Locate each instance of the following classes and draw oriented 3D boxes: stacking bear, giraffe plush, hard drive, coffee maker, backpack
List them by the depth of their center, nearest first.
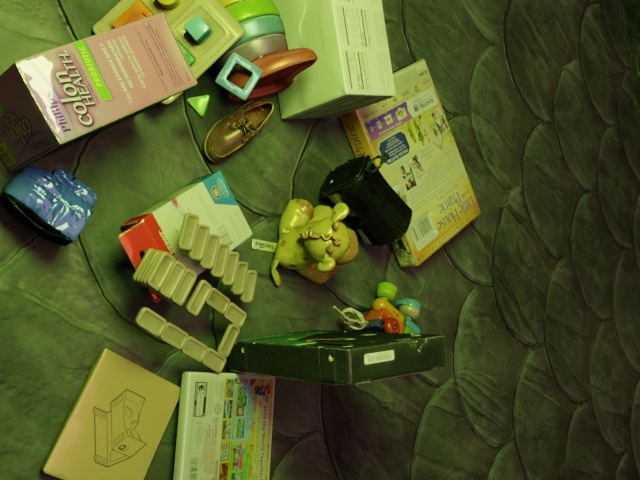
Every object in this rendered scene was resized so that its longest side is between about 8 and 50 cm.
[{"bbox_3d":[-0.408,-0.060,1.010,0.120,0.098,0.101,37,63,-22],"label":"backpack"},{"bbox_3d":[0.018,0.201,1.191,0.236,0.338,0.064,0,86,-42],"label":"hard drive"},{"bbox_3d":[-0.154,-0.422,1.248,0.164,0.175,0.289,-24,92,-29],"label":"stacking bear"},{"bbox_3d":[0.000,0.000,1.312,0.210,0.170,0.182,-10,92,-42],"label":"giraffe plush"},{"bbox_3d":[0.113,-0.080,1.421,0.178,0.171,0.120,46,67,-26],"label":"coffee maker"}]

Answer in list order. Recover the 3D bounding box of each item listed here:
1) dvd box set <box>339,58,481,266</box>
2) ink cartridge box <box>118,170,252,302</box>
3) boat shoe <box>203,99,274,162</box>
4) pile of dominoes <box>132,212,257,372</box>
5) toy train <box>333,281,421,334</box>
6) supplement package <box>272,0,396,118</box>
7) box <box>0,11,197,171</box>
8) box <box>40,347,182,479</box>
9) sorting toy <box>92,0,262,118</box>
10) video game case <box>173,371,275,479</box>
[{"bbox_3d":[0.220,-0.190,1.605,0.307,0.062,0.421,-35,107,-39],"label":"dvd box set"},{"bbox_3d":[-0.242,-0.007,1.159,0.231,0.078,0.134,-39,111,-38],"label":"ink cartridge box"},{"bbox_3d":[-0.153,-0.215,1.278,0.178,0.060,0.064,-50,116,-34],"label":"boat shoe"},{"bbox_3d":[-0.207,0.089,1.130,0.251,0.040,0.196,49,60,-50],"label":"pile of dominoes"},{"bbox_3d":[0.129,0.150,1.462,0.248,0.105,0.143,42,49,-30],"label":"toy train"},{"bbox_3d":[0.015,-0.394,1.354,0.145,0.204,0.262,-8,90,-41],"label":"supplement package"},{"bbox_3d":[-0.351,-0.219,1.001,0.243,0.213,0.117,-38,109,-37],"label":"box"},{"bbox_3d":[-0.328,0.300,1.084,0.164,0.021,0.201,38,61,-32],"label":"box"},{"bbox_3d":[-0.256,-0.359,1.132,0.196,0.047,0.348,-44,94,-5],"label":"sorting toy"},{"bbox_3d":[-0.168,0.352,1.202,0.206,0.026,0.227,14,75,-46],"label":"video game case"}]
